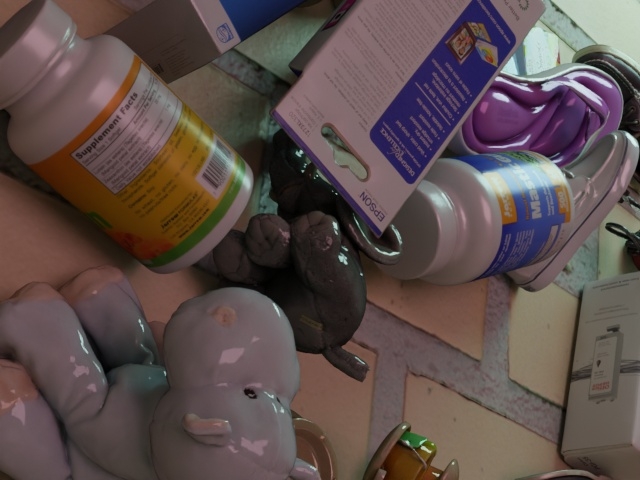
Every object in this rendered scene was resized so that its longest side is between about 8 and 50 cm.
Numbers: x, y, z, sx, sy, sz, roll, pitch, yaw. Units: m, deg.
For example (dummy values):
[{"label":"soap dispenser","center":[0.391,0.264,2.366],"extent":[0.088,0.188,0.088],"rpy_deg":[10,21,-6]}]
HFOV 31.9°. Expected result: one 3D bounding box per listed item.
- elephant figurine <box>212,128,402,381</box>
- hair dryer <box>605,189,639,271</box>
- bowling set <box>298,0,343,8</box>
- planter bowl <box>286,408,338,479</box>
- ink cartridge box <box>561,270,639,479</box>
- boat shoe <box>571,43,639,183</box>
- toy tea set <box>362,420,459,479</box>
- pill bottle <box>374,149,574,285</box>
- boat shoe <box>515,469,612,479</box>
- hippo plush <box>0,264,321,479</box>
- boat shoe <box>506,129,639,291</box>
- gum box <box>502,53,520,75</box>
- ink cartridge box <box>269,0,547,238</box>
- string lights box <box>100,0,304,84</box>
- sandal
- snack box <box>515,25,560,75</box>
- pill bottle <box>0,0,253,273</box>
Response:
[{"label":"elephant figurine","center":[0.000,0.000,1.167],"extent":[0.239,0.169,0.186],"rpy_deg":[-51,145,-60]},{"label":"hair dryer","center":[0.508,0.039,1.701],"extent":[0.293,0.080,0.223],"rpy_deg":[39,27,-18]},{"label":"bowling set","center":[0.045,-0.347,1.313],"extent":[0.287,0.154,0.200],"rpy_deg":[53,46,-21]},{"label":"planter bowl","center":[-0.052,0.221,1.057],"extent":[0.162,0.109,0.162],"rpy_deg":[17,66,-43]},{"label":"ink cartridge box","center":[0.460,0.218,1.599],"extent":[0.207,0.117,0.283],"rpy_deg":[39,51,-32]},{"label":"boat shoe","center":[0.488,-0.190,1.780],"extent":[0.285,0.103,0.092],"rpy_deg":[48,42,-34]},{"label":"toy tea set","center":[0.070,0.303,1.090],"extent":[0.124,0.200,0.336],"rpy_deg":[30,39,15]},{"label":"pill bottle","center":[0.178,-0.027,1.353],"extent":[0.272,0.152,0.152],"rpy_deg":[-11,85,-49]},{"label":"boat shoe","center":[0.322,0.335,1.448],"extent":[0.206,0.075,0.065],"rpy_deg":[19,61,-47]},{"label":"hippo plush","center":[-0.142,0.140,0.890],"extent":[0.234,0.237,0.294],"rpy_deg":[29,58,-38]},{"label":"boat shoe","center":[0.331,-0.054,1.508],"extent":[0.084,0.095,0.258],"rpy_deg":[38,81,-23]},{"label":"gum box","center":[0.207,-0.285,1.552],"extent":[0.157,0.041,0.184],"rpy_deg":[-3,79,-47]},{"label":"ink cartridge box","center":[0.091,-0.192,1.182],"extent":[0.176,0.069,0.371],"rpy_deg":[48,60,-22]},{"label":"string lights box","center":[-0.088,-0.248,1.154],"extent":[0.260,0.133,0.076],"rpy_deg":[-45,110,-45]},{"label":"sandal","center":[0.322,-0.157,1.554],"extent":[0.416,0.102,0.169],"rpy_deg":[-9,109,-44]},{"label":"snack box","center":[0.316,-0.245,1.658],"extent":[0.100,0.037,0.141],"rpy_deg":[10,72,-43]},{"label":"pill bottle","center":[-0.187,-0.094,0.995],"extent":[0.246,0.136,0.136],"rpy_deg":[44,49,-28]}]
